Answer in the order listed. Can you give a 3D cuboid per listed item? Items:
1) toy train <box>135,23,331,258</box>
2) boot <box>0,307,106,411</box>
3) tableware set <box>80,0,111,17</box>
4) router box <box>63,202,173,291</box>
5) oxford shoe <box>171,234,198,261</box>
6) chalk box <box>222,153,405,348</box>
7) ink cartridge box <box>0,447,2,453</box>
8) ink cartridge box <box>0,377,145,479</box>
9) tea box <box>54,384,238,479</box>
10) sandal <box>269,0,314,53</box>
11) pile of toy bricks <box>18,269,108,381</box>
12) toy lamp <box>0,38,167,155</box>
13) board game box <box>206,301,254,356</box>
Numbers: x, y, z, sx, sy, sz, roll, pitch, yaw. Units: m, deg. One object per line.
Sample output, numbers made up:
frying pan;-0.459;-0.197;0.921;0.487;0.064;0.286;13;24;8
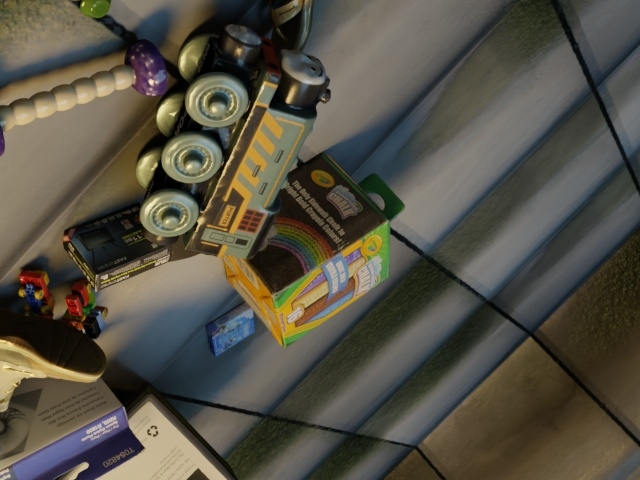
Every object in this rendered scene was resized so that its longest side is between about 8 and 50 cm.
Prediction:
toy train;-0.119;-0.120;1.324;0.190;0.142;0.334;13;124;-24
boot;-0.413;0.180;1.403;0.213;0.077;0.165;19;128;-11
tableware set;-0.242;-0.303;1.084;0.104;0.024;0.154;-37;154;-3
router box;-0.279;0.008;1.402;0.122;0.092;0.038;-25;148;-31
oxford shoe;-0.183;-0.033;1.501;0.212;0.076;0.076;-26;143;3
chalk box;0.000;0.000;1.659;0.289;0.180;0.179;-32;151;-17
ink cartridge box;-0.539;0.285;1.332;0.176;0.127;0.128;-26;-168;4
ink cartridge box;-0.404;0.272;1.474;0.223;0.224;0.045;-27;141;-28
tea box;-0.322;0.431;1.653;0.329;0.220;0.323;-44;-177;-11
sandal;-0.037;-0.308;1.297;0.049;0.072;0.180;-2;133;-30
pile of toy bricks;-0.350;0.103;1.461;0.212;0.118;0.105;86;18;-45
toy lamp;-0.307;-0.154;1.150;0.275;0.080;0.080;-24;148;-31
board game box;-0.162;0.161;1.851;0.090;0.020;0.090;-33;151;-21
